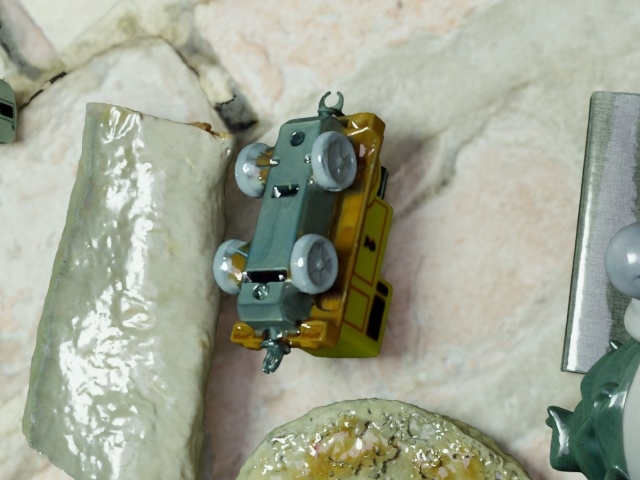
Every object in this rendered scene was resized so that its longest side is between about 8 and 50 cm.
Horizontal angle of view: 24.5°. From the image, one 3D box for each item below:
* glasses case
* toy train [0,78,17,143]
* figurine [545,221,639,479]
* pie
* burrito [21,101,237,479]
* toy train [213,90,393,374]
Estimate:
[{"bbox_3d":[0.219,-0.002,1.067,0.070,0.047,0.205,7,85,9],"label":"glasses case"},{"bbox_3d":[-0.366,-0.094,1.177,0.251,0.048,0.055,-3,89,15],"label":"toy train"},{"bbox_3d":[0.302,0.046,0.969,0.261,0.186,0.382,33,86,-10],"label":"figurine"},{"bbox_3d":[0.045,0.249,1.068,0.274,0.055,0.274,0,89,8],"label":"pie"},{"bbox_3d":[-0.140,0.049,1.084,0.143,0.105,0.299,4,83,31],"label":"burrito"},{"bbox_3d":[0.000,0.000,1.069,0.089,0.127,0.219,-4,64,37],"label":"toy train"}]
